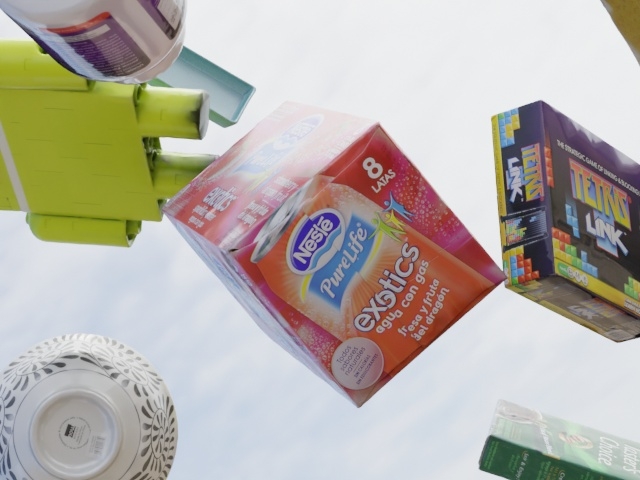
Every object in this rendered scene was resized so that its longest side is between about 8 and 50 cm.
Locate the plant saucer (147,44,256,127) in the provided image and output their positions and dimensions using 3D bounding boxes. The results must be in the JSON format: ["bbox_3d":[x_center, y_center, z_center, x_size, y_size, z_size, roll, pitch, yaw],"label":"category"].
[{"bbox_3d":[-0.151,-0.162,1.688,0.018,0.192,0.067,-56,6,37],"label":"plant saucer"}]

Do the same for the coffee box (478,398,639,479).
[{"bbox_3d":[0.243,0.206,1.775,0.113,0.184,0.040,-50,-22,-72],"label":"coffee box"}]

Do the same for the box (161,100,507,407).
[{"bbox_3d":[0.000,0.000,1.213,0.123,0.128,0.257,-42,14,-6],"label":"box"}]

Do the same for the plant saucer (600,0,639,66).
[{"bbox_3d":[0.326,-0.193,1.090,0.333,0.333,0.081,-34,18,3],"label":"plant saucer"}]

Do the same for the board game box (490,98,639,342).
[{"bbox_3d":[0.197,-0.011,1.447,0.048,0.141,0.170,-16,-25,33],"label":"board game box"}]

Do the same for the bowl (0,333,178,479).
[{"bbox_3d":[-0.203,0.161,1.590,0.170,0.170,0.080,-40,0,-6],"label":"bowl"}]

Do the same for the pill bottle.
[{"bbox_3d":[-0.150,-0.167,1.271,0.108,0.108,0.193,-42,-15,-1],"label":"pill bottle"}]

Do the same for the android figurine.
[{"bbox_3d":[-0.223,-0.083,1.589,0.248,0.273,0.056,85,-169,-54],"label":"android figurine"}]
